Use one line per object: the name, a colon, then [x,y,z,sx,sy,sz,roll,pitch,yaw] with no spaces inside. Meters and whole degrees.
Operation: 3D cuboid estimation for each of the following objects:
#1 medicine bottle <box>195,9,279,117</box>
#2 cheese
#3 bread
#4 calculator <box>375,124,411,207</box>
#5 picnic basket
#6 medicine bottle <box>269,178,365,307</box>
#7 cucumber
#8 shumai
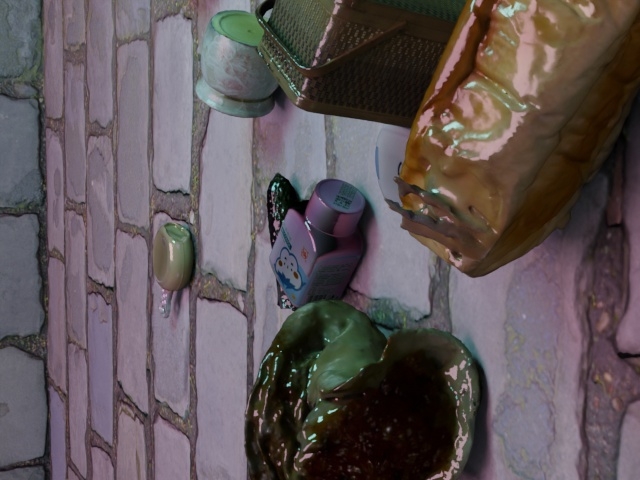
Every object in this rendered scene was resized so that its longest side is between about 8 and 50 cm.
medicine bottle: [-0.133,-0.300,1.487,0.147,0.147,0.143,57,142,41]
cheese: [-0.338,0.074,1.957,0.137,0.064,0.227,49,134,49]
bread: [0.202,-0.155,0.855,0.183,0.236,0.388,40,114,27]
calculator: [0.139,-0.085,1.124,0.210,0.039,0.121,30,131,55]
picnic basket: [0.068,-0.237,1.032,0.165,0.267,0.139,58,134,43]
medicine bottle: [0.000,0.000,1.331,0.119,0.094,0.188,59,140,36]
cucumber: [-0.055,0.006,1.466,0.067,0.067,0.245,-35,60,56]
shumai: [0.075,0.255,1.162,0.289,0.292,0.329,3,109,22]
